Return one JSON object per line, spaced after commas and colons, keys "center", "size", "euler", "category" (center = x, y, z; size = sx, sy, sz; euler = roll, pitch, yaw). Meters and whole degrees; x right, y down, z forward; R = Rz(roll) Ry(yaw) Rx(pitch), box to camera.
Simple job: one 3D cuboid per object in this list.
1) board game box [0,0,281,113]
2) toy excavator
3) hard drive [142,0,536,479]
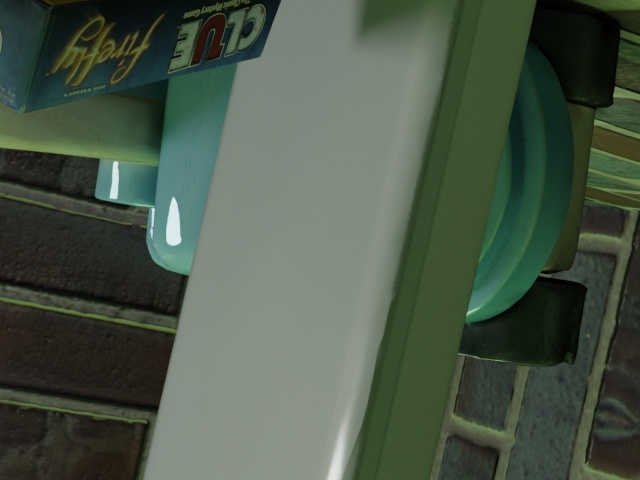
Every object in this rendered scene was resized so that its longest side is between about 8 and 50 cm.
{"center": [-0.156, -0.133, 0.611], "size": [0.243, 0.042, 0.165], "euler": [30, -155, 19], "category": "board game box"}
{"center": [-0.090, -0.067, 0.924], "size": [0.433, 0.222, 0.445], "euler": [10, -177, 36], "category": "toy excavator"}
{"center": [0.000, 0.000, 0.690], "size": [0.047, 0.353, 0.233], "euler": [14, 179, -24], "category": "hard drive"}
